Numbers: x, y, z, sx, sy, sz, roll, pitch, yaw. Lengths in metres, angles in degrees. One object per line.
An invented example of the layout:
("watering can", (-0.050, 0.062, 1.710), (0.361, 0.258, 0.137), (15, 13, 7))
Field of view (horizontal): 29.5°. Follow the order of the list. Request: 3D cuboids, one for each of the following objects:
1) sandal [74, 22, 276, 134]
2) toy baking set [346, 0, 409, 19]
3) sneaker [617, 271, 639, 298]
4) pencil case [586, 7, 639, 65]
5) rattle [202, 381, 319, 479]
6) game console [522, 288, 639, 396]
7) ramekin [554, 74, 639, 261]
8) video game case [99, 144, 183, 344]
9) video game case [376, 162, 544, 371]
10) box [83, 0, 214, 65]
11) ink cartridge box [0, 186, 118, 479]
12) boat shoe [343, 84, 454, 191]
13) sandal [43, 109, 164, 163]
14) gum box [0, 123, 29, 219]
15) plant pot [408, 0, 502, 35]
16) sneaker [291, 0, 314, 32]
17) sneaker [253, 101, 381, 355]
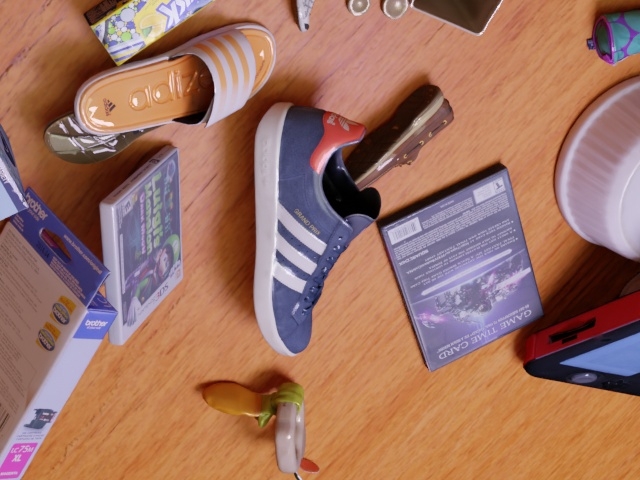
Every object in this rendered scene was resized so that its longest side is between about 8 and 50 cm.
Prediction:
("sandal", (-0.151, -0.172, 1.410), (0.265, 0.076, 0.102), (-24, 123, -27))
("toy baking set", (0.085, -0.373, 1.449), (0.197, 0.030, 0.256), (-38, 125, 1))
("sneaker", (0.523, 0.074, 1.852), (0.161, 0.075, 0.057), (-44, 124, 5))
("pencil case", (0.439, -0.277, 1.628), (0.152, 0.064, 0.070), (-11, 105, -16))
("rattle", (-0.079, 0.285, 1.732), (0.143, 0.130, 0.199), (-11, 148, -4))
("game console", (0.526, 0.155, 1.774), (0.342, 0.060, 0.386), (18, 152, -28))
("ramekin", (0.477, -0.089, 1.711), (0.273, 0.127, 0.272), (-10, 121, -17))
("video game case", (-0.212, 0.004, 1.470), (0.022, 0.173, 0.190), (10, 120, 16))
("video game case", (0.206, 0.044, 1.737), (0.196, 0.026, 0.274), (-25, 125, -7))
("box", (-0.181, -0.274, 1.382), (0.169, 0.054, 0.059), (-34, 124, -1))
("ink cartridge box", (-0.355, 0.114, 1.448), (0.065, 0.186, 0.311), (9, 117, -53))
("boat shoe", (0.102, -0.121, 1.578), (0.178, 0.064, 0.060), (-44, 123, 2))
("sandal", (-0.244, -0.146, 1.437), (0.180, 0.049, 0.072), (-29, 127, -23))
("gum box", (-0.375, -0.128, 1.305), (0.041, 0.184, 0.157), (-26, 125, -7))
("plant pot", (0.157, -0.324, 1.436), (0.109, 0.096, 0.109), (16, 118, -31))
("sneaker", (-0.016, -0.290, 1.454), (0.037, 0.032, 0.083), (-14, 123, -14))
("sneaker", (0.000, 0.000, 1.537), (0.148, 0.131, 0.350), (6, 121, 11))
